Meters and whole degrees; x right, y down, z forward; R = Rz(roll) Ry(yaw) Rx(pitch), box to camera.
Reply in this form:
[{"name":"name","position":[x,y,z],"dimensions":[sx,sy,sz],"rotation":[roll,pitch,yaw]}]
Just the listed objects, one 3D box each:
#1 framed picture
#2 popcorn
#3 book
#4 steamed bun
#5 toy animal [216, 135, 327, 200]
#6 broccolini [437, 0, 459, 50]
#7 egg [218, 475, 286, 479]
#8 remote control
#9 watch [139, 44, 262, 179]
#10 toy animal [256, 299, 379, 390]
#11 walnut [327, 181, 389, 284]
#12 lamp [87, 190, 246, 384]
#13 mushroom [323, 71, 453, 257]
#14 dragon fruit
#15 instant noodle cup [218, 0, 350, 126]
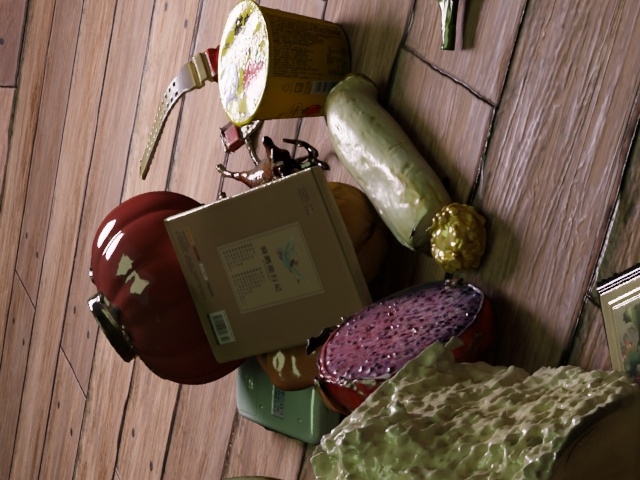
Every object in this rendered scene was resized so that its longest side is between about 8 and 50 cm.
[{"name":"framed picture","position":[0.335,0.103,1.284],"dimensions":[0.195,0.010,0.199],"rotation":[-38,54,57]},{"name":"popcorn","position":[0.160,-0.002,1.594],"dimensions":[0.083,0.057,0.082],"rotation":[-32,66,55]},{"name":"book","position":[-0.071,0.039,1.757],"dimensions":[0.310,0.021,0.217],"rotation":[-16,96,45]},{"name":"steamed bun","position":[0.179,0.239,1.288],"dimensions":[0.272,0.290,0.273],"rotation":[-13,98,63]},{"name":"toy animal","position":[-0.076,-0.072,2.071],"dimensions":[0.260,0.087,0.243],"rotation":[36,136,53]},{"name":"broccolini","position":[0.163,-0.337,1.648],"dimensions":[0.091,0.068,0.203],"rotation":[-149,49,-74]},{"name":"egg","position":[-0.094,0.500,1.741],"dimensions":[0.428,0.345,0.345],"rotation":[99,157,-45]},{"name":"remote control","position":[-0.051,0.219,1.996],"dimensions":[0.296,0.056,0.140],"rotation":[4,87,64]},{"name":"watch","position":[-0.183,-0.196,2.175],"dimensions":[0.268,0.165,0.102],"rotation":[-59,37,40]},{"name":"toy animal","position":[0.005,0.155,1.794],"dimensions":[0.312,0.097,0.158],"rotation":[-4,83,44]},{"name":"walnut","position":[0.000,0.000,1.797],"dimensions":[0.206,0.159,0.159],"rotation":[-14,75,51]},{"name":"lamp","position":[-0.212,0.069,2.016],"dimensions":[0.303,0.257,0.303],"rotation":[59,176,7]},{"name":"mushroom","position":[0.079,-0.106,1.741],"dimensions":[0.312,0.081,0.100],"rotation":[-119,34,-44]},{"name":"dragon fruit","position":[0.115,0.159,1.565],"dimensions":[0.148,0.223,0.218],"rotation":[62,-177,-20]},{"name":"instant noodle cup","position":[-0.049,-0.252,1.941],"dimensions":[0.182,0.144,0.182],"rotation":[-5,84,63]}]
